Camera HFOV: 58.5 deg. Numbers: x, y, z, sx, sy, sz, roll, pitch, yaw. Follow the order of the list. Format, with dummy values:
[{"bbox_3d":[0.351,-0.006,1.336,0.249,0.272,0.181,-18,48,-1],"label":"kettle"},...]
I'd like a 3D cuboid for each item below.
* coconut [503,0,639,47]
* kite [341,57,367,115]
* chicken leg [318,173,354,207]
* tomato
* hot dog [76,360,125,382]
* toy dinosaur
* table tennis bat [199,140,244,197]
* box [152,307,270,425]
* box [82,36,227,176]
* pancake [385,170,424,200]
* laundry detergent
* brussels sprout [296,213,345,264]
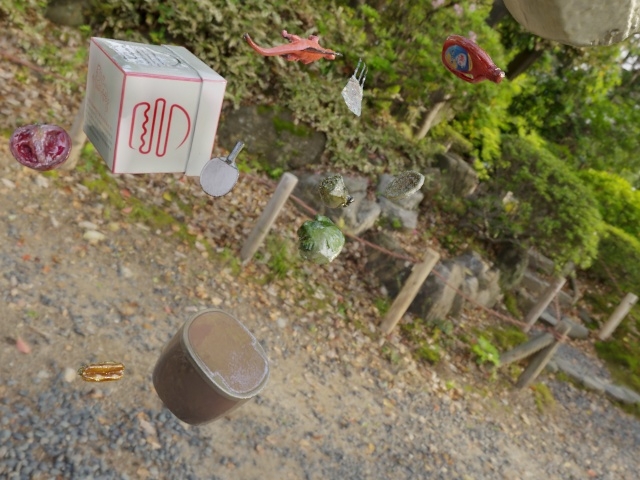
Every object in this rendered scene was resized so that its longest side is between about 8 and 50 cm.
[{"bbox_3d":[0.424,-0.524,0.874,0.344,0.416,0.415,13,-1,41],"label":"coconut"},{"bbox_3d":[0.131,-0.568,2.066,0.016,0.229,0.127,-2,-28,33],"label":"kite"},{"bbox_3d":[0.052,-0.151,1.804,0.103,0.088,0.227,59,17,9],"label":"chicken leg"},{"bbox_3d":[-0.926,-0.300,1.914,0.189,0.173,0.099,-2,-21,-10],"label":"tomato"},{"bbox_3d":[-0.511,0.307,1.335,0.037,0.049,0.122,-9,-16,33],"label":"hot dog"},{"bbox_3d":[-0.039,-0.454,1.367,0.139,0.070,0.286,27,25,32],"label":"toy dinosaur"},{"bbox_3d":[-0.244,-0.183,1.455,0.095,0.158,0.014,32,-2,9],"label":"table tennis bat"},{"bbox_3d":[-0.320,0.374,1.642,0.301,0.216,0.301,35,25,-20],"label":"box"},{"bbox_3d":[-0.499,-0.392,1.688,0.300,0.312,0.314,-7,37,-38],"label":"box"},{"bbox_3d":[0.275,-0.179,1.875,0.022,0.139,0.139,53,1,-30],"label":"pancake"},{"bbox_3d":[0.346,-0.396,1.295,0.165,0.049,0.097,48,-21,34],"label":"laundry detergent"},{"bbox_3d":[0.000,-0.002,1.617,0.139,0.101,0.181,-9,22,2],"label":"brussels sprout"}]
